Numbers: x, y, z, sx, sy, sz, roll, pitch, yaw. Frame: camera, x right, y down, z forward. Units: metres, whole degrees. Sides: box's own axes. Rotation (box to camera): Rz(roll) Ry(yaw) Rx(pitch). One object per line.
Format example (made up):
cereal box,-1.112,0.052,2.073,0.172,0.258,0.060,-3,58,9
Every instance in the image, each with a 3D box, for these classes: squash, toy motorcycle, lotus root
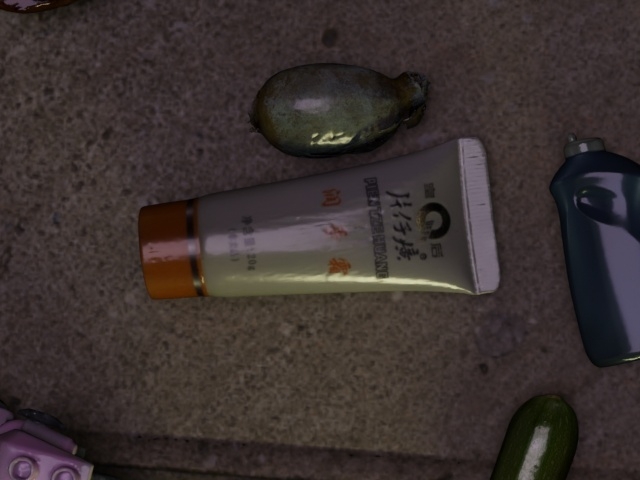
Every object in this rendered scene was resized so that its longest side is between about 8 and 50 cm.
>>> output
squash,0.167,0.242,1.493,0.066,0.066,0.229,19,91,9
toy motorcycle,-0.344,0.183,1.516,0.327,0.188,0.143,14,84,10
lotus root,0.017,-0.116,1.526,0.165,0.088,0.088,-4,87,-1

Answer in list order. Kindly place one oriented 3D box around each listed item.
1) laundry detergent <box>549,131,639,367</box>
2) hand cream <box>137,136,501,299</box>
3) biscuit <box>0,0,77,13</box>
laundry detergent,0.253,0.002,1.492,0.097,0.061,0.206,-17,84,16
hand cream,0.000,0.000,1.527,0.314,0.089,0.139,-9,89,1
biscuit,-0.271,-0.295,1.567,0.192,0.049,0.192,2,71,-5
